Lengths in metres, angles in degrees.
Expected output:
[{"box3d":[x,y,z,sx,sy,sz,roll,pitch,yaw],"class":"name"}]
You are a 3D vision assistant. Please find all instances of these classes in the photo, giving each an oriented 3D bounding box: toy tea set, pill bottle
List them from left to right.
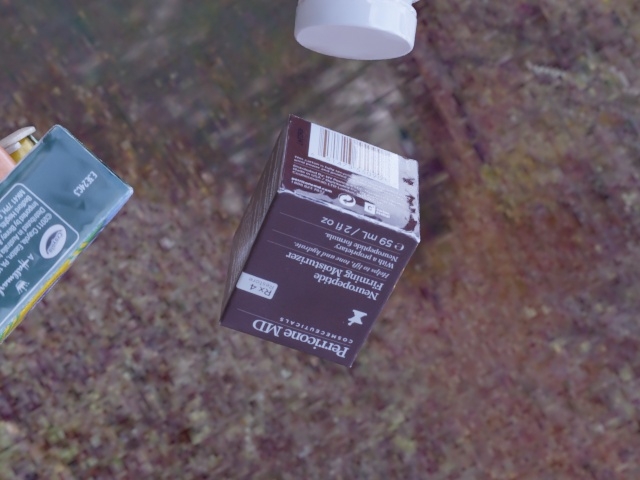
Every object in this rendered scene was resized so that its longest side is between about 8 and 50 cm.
[{"box3d":[-0.468,-0.060,1.801,0.124,0.200,0.336,58,12,-10],"class":"toy tea set"},{"box3d":[0.056,-0.394,1.504,0.188,0.188,0.334,22,73,-64],"class":"pill bottle"}]

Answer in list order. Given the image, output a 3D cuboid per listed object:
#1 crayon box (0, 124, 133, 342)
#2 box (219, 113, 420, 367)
[{"box3d":[-0.275,0.032,1.077,0.083,0.203,0.323,42,-17,-8],"class":"crayon box"},{"box3d":[0.000,0.000,1.452,0.168,0.203,0.167,19,34,-10],"class":"box"}]
